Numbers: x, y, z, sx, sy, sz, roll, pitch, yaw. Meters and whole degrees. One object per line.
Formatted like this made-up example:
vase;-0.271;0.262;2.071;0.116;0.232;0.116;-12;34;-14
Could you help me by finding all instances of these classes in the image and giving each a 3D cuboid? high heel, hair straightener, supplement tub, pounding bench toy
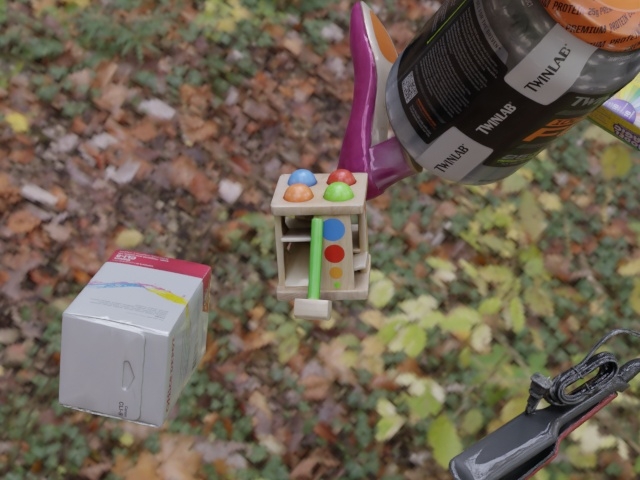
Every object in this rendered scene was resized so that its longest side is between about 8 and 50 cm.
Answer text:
high heel;0.043;-0.166;1.356;0.082;0.117;0.244;10;62;-60
hair straightener;0.208;0.145;0.961;0.047;0.230;0.089;51;-14;41
supplement tub;0.212;-0.199;1.171;0.194;0.316;0.193;8;67;-19
pounding bench toy;0.000;0.000;0.629;0.052;0.065;0.083;-1;23;5

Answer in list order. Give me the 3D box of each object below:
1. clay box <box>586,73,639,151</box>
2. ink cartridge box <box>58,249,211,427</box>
clay box;0.399;-0.163;1.304;0.222;0.127;0.053;36;-16;18
ink cartridge box;-0.214;0.111;1.312;0.127;0.128;0.176;11;25;6
